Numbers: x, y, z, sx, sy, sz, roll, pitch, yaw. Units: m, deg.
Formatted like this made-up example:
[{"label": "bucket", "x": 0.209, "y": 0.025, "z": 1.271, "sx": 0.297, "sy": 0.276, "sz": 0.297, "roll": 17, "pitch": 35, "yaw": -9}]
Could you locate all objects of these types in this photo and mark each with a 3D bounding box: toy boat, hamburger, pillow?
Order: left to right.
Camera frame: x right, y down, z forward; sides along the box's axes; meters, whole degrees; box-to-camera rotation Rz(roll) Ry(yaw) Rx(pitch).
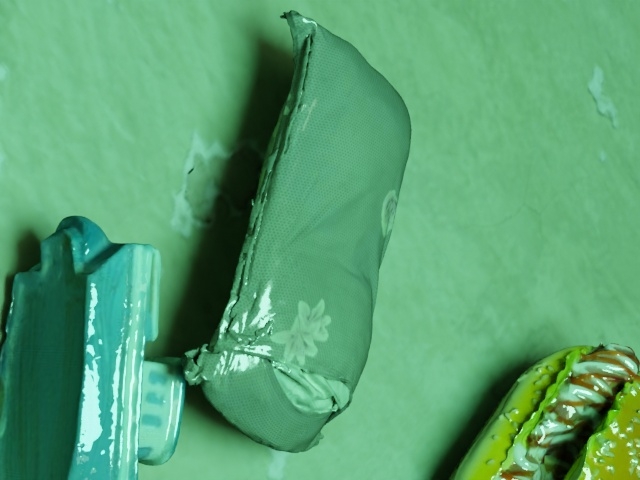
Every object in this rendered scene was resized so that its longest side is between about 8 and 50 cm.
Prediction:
[{"label": "toy boat", "x": -0.114, "y": 0.099, "z": 0.936, "sx": 0.102, "sy": 0.088, "sz": 0.215, "roll": 11, "pitch": 80, "yaw": -41}, {"label": "pillow", "x": 0.000, "y": 0.000, "z": 1.021, "sx": 0.169, "sy": 0.059, "sz": 0.255, "roll": 37, "pitch": 62, "yaw": -52}, {"label": "hamburger", "x": 0.164, "y": 0.174, "z": 1.135, "sx": 0.210, "sy": 0.116, "sz": 0.173, "roll": -51, "pitch": 120, "yaw": -27}]
